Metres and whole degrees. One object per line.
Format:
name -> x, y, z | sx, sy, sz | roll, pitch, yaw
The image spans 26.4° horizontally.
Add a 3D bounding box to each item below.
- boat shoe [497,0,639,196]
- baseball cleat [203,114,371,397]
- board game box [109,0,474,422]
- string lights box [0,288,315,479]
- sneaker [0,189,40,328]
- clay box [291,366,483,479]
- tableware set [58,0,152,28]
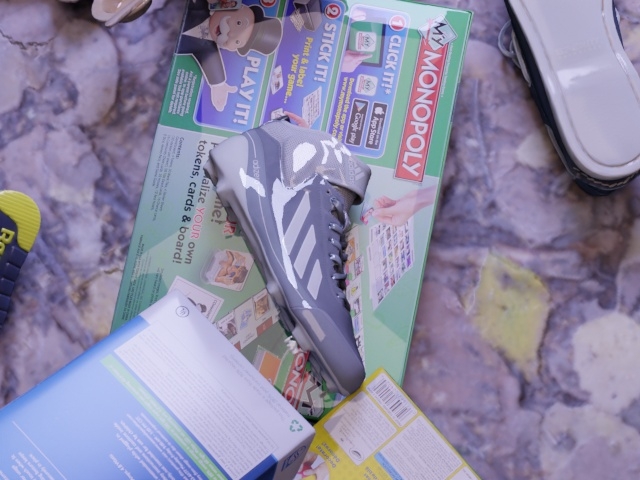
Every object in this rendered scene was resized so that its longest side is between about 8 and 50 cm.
boat shoe -> 0.187, -0.157, 1.026 | 0.095, 0.079, 0.254 | -17, 78, -7
baseball cleat -> 0.000, 0.000, 0.917 | 0.109, 0.072, 0.206 | -28, 70, -5
board game box -> -0.021, -0.032, 0.997 | 0.213, 0.046, 0.317 | 12, 80, 3
string lights box -> -0.144, 0.156, 0.810 | 0.260, 0.077, 0.133 | -35, 70, -31
sneaker -> -0.249, 0.027, 0.993 | 0.053, 0.059, 0.144 | 29, 92, -24
clay box -> 0.001, 0.205, 0.906 | 0.222, 0.053, 0.127 | -41, 79, -1
tableware set -> -0.132, -0.216, 1.027 | 0.141, 0.020, 0.169 | -40, 41, -9
